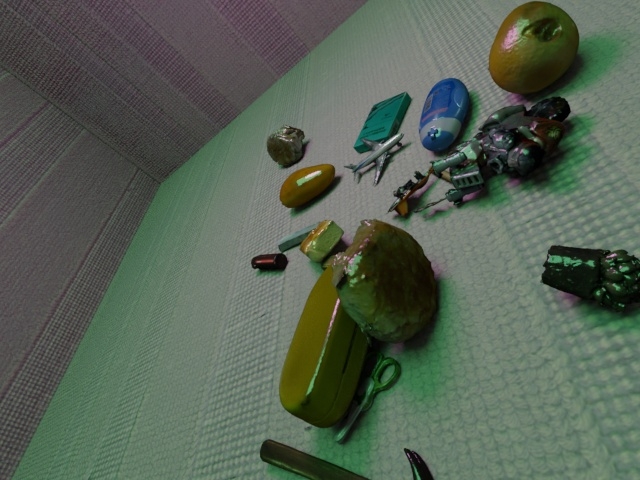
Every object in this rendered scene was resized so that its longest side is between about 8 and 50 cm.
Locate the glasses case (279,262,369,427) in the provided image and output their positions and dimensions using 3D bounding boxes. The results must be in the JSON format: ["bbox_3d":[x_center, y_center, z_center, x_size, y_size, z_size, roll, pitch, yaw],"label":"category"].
[{"bbox_3d":[0.030,0.224,0.930,0.173,0.141,0.371,-27,34,49],"label":"glasses case"}]

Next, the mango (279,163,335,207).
[{"bbox_3d":[-0.051,-0.214,1.539,0.253,0.113,0.138,-28,38,27],"label":"mango"}]

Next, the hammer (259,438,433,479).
[{"bbox_3d":[0.022,0.458,0.795,0.440,0.044,0.168,-11,49,45],"label":"hammer"}]

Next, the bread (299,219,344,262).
[{"bbox_3d":[0.000,0.000,1.227,0.125,0.068,0.188,-50,6,-3],"label":"bread"}]

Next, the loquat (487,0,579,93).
[{"bbox_3d":[0.531,-0.475,1.035,0.213,0.213,0.213,-32,35,26],"label":"loquat"}]

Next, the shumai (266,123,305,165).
[{"bbox_3d":[-0.151,-0.443,1.900,0.184,0.184,0.142,-11,24,45],"label":"shumai"}]

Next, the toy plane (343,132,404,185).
[{"bbox_3d":[0.185,-0.285,1.369,0.226,0.058,0.226,-27,50,22],"label":"toy plane"}]

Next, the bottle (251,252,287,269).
[{"bbox_3d":[-0.187,0.076,1.452,0.164,0.060,0.060,-6,52,49],"label":"bottle"}]

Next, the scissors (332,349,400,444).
[{"bbox_3d":[0.089,0.331,0.864,0.101,0.027,0.204,7,60,57],"label":"scissors"}]

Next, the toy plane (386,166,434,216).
[{"bbox_3d":[0.246,-0.146,1.127,0.188,0.062,0.135,-57,-1,2],"label":"toy plane"}]

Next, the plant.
[{"bbox_3d":[0.434,0.056,0.654,0.143,0.092,0.094,11,101,33],"label":"plant"}]

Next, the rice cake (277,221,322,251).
[{"bbox_3d":[-0.072,-0.012,1.425,0.211,0.034,0.043,-23,31,37],"label":"rice cake"}]

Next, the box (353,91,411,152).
[{"bbox_3d":[0.224,-0.428,1.495,0.161,0.042,0.226,-5,52,48],"label":"box"}]

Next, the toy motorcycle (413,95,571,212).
[{"bbox_3d":[0.377,-0.185,0.959,0.401,0.134,0.207,-23,33,30],"label":"toy motorcycle"}]

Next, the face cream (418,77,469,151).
[{"bbox_3d":[0.363,-0.368,1.218,0.149,0.083,0.264,-15,45,43],"label":"face cream"}]

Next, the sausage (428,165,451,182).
[{"bbox_3d":[0.332,-0.178,1.110,0.024,0.024,0.132,-47,32,4],"label":"sausage"}]

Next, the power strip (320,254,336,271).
[{"bbox_3d":[0.102,0.070,1.090,0.305,0.064,0.044,-3,50,50],"label":"power strip"}]

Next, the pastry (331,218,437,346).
[{"bbox_3d":[0.139,0.089,0.874,0.121,0.236,0.257,-29,24,50],"label":"pastry"}]
